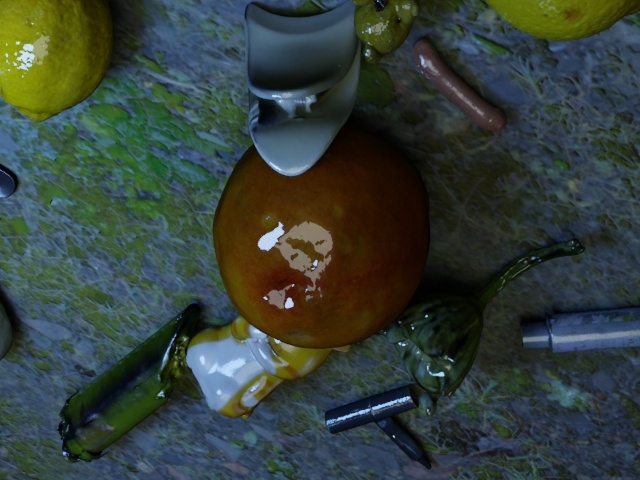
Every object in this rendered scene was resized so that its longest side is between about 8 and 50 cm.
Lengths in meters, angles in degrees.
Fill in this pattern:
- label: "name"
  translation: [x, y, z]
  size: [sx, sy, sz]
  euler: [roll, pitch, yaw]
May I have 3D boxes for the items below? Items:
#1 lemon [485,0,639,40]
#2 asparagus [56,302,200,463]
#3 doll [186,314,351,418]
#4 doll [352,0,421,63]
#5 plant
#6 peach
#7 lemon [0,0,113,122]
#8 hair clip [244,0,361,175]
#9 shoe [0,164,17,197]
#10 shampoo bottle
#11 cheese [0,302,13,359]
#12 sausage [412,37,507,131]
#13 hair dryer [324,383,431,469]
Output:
- label: "lemon"
  translation: [0.311, -0.370, 1.270]
  size: [0.253, 0.228, 0.228]
  euler: [45, 116, -3]
- label: "asparagus"
  translation: [-0.329, 0.261, 1.776]
  size: [0.382, 0.128, 0.108]
  euler: [-38, 143, 23]
- label: "doll"
  translation: [-0.099, 0.188, 1.681]
  size: [0.269, 0.162, 0.167]
  euler: [-34, 80, 28]
- label: "doll"
  translation: [0.089, -0.355, 1.362]
  size: [0.097, 0.137, 0.209]
  euler: [16, 131, 35]
- label: "plant"
  translation: [0.257, 0.131, 1.616]
  size: [0.333, 0.251, 0.180]
  euler: [-25, 101, -12]
- label: "peach"
  translation: [0.000, 0.000, 1.475]
  size: [0.342, 0.302, 0.343]
  euler: [4, 118, 7]
- label: "lemon"
  translation: [-0.393, -0.288, 1.434]
  size: [0.188, 0.188, 0.257]
  euler: [20, 114, -4]
- label: "hair clip"
  translation: [-0.030, -0.219, 1.387]
  size: [0.172, 0.282, 0.113]
  euler: [-2, 132, 7]
- label: "shoe"
  translation: [-0.589, -0.116, 1.633]
  size: [0.179, 0.049, 0.071]
  euler: [25, 118, -7]
- label: "shampoo bottle"
  translation: [0.438, 0.148, 1.641]
  size: [0.214, 0.072, 0.072]
  euler: [-6, 118, 10]
- label: "cheese"
  translation: [-0.739, 0.081, 1.715]
  size: [0.328, 0.130, 0.351]
  euler: [-9, 118, 11]
- label: "sausage"
  translation: [0.203, -0.226, 1.476]
  size: [0.186, 0.043, 0.043]
  euler: [40, 116, -15]
- label: "hair dryer"
  translation: [0.123, 0.359, 1.816]
  size: [0.173, 0.050, 0.195]
  euler: [-19, 118, 20]
